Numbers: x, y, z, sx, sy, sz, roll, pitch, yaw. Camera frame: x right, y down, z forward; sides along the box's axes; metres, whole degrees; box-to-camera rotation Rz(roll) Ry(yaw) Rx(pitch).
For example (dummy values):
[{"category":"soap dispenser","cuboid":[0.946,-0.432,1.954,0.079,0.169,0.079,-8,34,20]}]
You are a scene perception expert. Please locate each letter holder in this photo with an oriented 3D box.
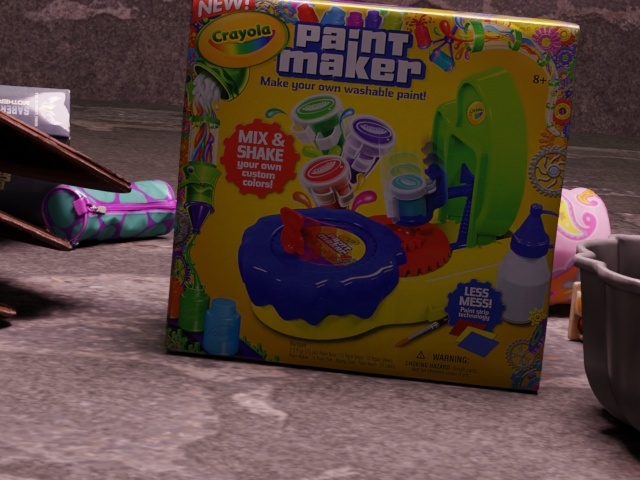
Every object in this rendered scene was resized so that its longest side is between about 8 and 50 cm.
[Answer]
[{"category":"letter holder","cuboid":[-0.341,-0.031,1.332,0.302,0.152,0.214,12,-10,36]}]

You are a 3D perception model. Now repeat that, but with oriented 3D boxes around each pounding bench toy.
[{"category":"pounding bench toy","cuboid":[0.266,0.067,1.365,0.083,0.052,0.065,2,9,-18]}]

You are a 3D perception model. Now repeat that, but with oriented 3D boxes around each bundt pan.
[{"category":"bundt pan","cuboid":[0.333,0.083,1.086,0.331,0.124,0.331,5,8,-1]}]

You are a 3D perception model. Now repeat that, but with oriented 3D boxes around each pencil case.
[{"category":"pencil case","cuboid":[0.128,0.003,1.472,0.284,0.124,0.124,0,10,-17]},{"category":"pencil case","cuboid":[-0.219,-0.030,1.659,0.070,0.064,0.151,-8,0,38]}]

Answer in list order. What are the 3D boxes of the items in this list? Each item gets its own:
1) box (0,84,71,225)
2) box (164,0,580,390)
[{"category":"box","cuboid":[-0.357,-0.085,1.604,0.183,0.059,0.233,2,-22,-15]},{"category":"box","cuboid":[0.042,-0.048,1.247,0.290,0.279,0.177,5,9,5]}]
